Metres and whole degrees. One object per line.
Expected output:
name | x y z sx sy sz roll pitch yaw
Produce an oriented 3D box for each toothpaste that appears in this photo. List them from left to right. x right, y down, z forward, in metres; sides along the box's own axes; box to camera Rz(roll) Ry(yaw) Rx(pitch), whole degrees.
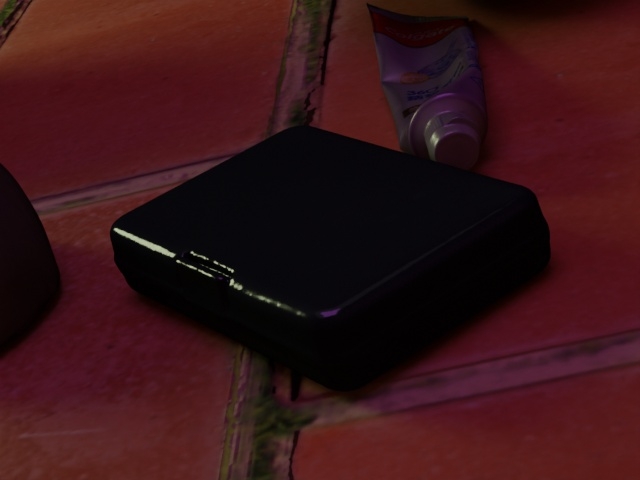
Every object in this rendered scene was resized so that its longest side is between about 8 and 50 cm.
toothpaste | 0.077 -0.112 1.025 0.075 0.048 0.301 -18 23 6

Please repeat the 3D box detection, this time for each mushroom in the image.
mushroom | -0.239 0.000 0.932 0.141 0.117 0.188 -12 19 -17

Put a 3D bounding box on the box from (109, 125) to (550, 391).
box | 0.000 0.000 0.839 0.160 0.050 0.230 -30 29 -26
